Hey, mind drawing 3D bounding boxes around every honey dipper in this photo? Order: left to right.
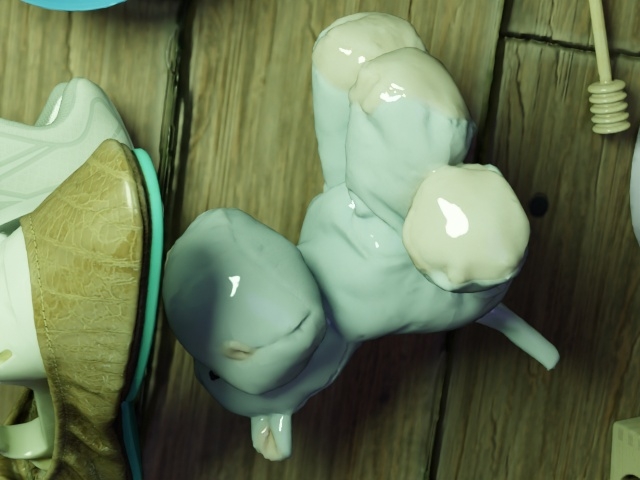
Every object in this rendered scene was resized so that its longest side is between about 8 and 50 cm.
[{"bbox_3d":[0.215,-0.163,1.096,0.030,0.030,0.161,-18,108,-21],"label":"honey dipper"}]

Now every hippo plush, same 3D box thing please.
[{"bbox_3d":[0.000,0.000,0.968,0.236,0.234,0.294,-27,157,1],"label":"hippo plush"}]

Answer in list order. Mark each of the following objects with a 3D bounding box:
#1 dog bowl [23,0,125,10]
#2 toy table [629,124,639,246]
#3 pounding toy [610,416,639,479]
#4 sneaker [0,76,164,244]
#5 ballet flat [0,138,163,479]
[{"bbox_3d":[-0.190,-0.273,0.831,0.166,0.074,0.297,-39,116,4],"label":"dog bowl"},{"bbox_3d":[0.370,-0.083,1.119,0.252,0.161,0.274,8,100,-27],"label":"toy table"},{"bbox_3d":[0.299,0.259,1.207,0.181,0.094,0.206,-7,105,-24],"label":"pounding toy"},{"bbox_3d":[-0.244,-0.016,0.877,0.292,0.110,0.118,-23,104,-28],"label":"sneaker"},{"bbox_3d":[-0.164,0.068,0.851,0.124,0.116,0.342,-6,149,-14],"label":"ballet flat"}]
